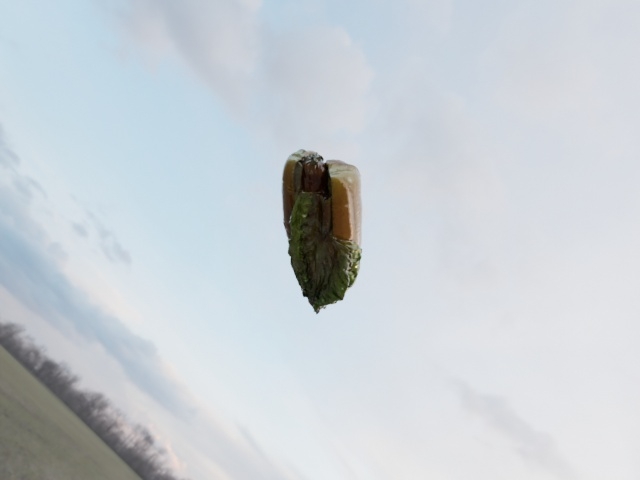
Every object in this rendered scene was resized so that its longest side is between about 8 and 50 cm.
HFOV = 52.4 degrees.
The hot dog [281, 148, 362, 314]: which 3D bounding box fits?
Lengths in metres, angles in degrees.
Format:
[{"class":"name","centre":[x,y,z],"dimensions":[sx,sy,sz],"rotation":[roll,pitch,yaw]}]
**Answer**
[{"class":"hot dog","centre":[0.000,0.000,0.406],"dimensions":[0.057,0.041,0.133],"rotation":[18,-42,19]}]
